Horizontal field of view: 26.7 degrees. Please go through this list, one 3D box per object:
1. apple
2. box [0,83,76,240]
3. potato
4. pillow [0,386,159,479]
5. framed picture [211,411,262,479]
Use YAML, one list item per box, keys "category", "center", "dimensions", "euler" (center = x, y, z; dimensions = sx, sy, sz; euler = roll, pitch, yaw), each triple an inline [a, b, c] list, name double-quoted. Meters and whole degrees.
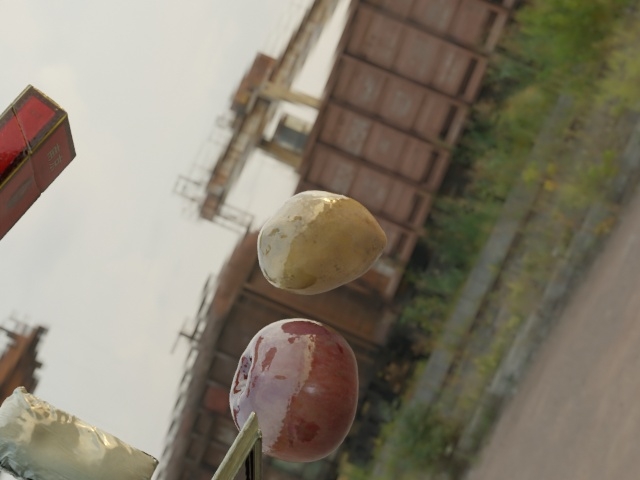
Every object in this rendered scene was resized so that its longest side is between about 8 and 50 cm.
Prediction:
- category: "apple"
  center: [-0.030, 0.157, 1.427]
  dimensions: [0.153, 0.120, 0.153]
  euler: [-167, 90, -73]
- category: "box"
  center: [-0.408, -0.064, 1.679]
  dimensions: [0.240, 0.074, 0.153]
  euler: [-52, -10, -17]
- category: "potato"
  center: [-0.002, 0.000, 1.449]
  dimensions: [0.147, 0.112, 0.112]
  euler: [-14, -41, -35]
- category: "pillow"
  center: [-0.333, 0.290, 1.782]
  dimensions: [0.128, 0.229, 0.051]
  euler: [-62, 1, -41]
- category: "framed picture"
  center: [-0.099, 0.333, 1.229]
  dimensions: [0.232, 0.019, 0.296]
  euler: [-59, -22, -43]
